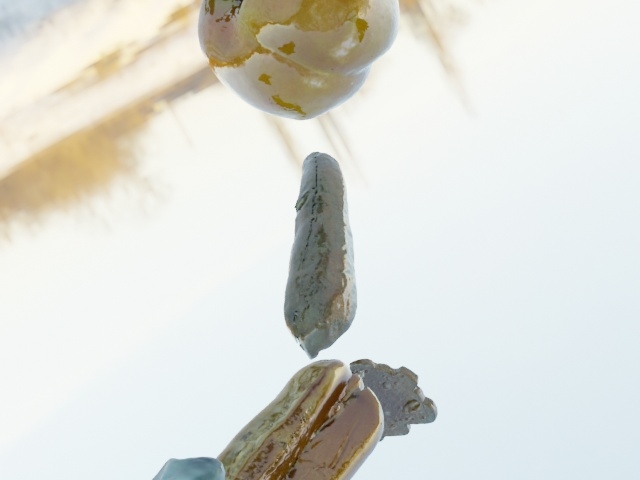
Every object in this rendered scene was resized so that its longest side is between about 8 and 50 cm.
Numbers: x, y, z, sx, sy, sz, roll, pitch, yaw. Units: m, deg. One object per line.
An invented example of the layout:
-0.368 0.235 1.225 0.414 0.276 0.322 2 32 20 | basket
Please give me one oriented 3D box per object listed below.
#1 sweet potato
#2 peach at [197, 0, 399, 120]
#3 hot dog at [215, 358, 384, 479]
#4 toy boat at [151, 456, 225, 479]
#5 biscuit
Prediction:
0.000 0.000 1.913 0.075 0.075 0.273 -24 -135 27 | sweet potato
-0.011 -0.154 1.256 0.138 0.138 0.138 -28 -172 4 | peach
-0.028 0.171 1.355 0.062 0.092 0.235 -27 -166 51 | hot dog
-0.116 0.235 1.157 0.207 0.079 0.134 -55 -169 8 | toy boat
0.060 0.182 2.032 0.130 0.119 0.019 -43 -161 31 | biscuit
